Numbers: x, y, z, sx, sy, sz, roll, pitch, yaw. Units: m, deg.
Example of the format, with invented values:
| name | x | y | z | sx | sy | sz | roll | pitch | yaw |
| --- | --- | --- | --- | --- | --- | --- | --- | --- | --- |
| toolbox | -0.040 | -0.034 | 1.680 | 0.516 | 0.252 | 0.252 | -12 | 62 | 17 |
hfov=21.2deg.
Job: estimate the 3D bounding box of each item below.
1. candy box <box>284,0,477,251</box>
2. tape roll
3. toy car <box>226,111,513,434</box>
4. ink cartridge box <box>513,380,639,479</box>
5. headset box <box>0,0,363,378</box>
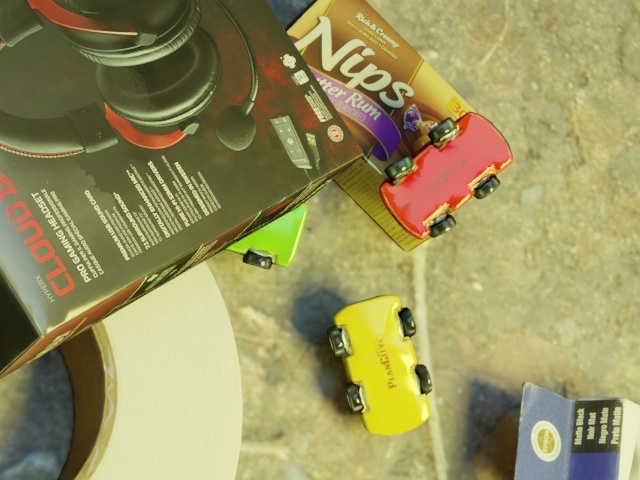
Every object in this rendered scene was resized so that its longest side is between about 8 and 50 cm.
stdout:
| name | x | y | z | sx | sy | sz | roll | pitch | yaw |
| --- | --- | --- | --- | --- | --- | --- | --- | --- | --- |
| candy box | 0.041 | -0.096 | 1.298 | 0.186 | 0.053 | 0.109 | 46 | 59 | -6 |
| tape roll | -0.236 | 0.096 | 1.074 | 0.392 | 0.072 | 0.392 | 10 | 67 | -23 |
| toy car | 0.000 | 0.000 | 1.221 | 0.225 | 0.053 | 0.239 | 18 | 87 | -6 |
| ink cartridge box | 0.227 | 0.233 | 1.238 | 0.224 | 0.045 | 0.223 | 26 | 60 | -34 |
| headset box | -0.154 | -0.066 | 1.069 | 0.293 | 0.110 | 0.218 | -30 | 86 | -33 |
